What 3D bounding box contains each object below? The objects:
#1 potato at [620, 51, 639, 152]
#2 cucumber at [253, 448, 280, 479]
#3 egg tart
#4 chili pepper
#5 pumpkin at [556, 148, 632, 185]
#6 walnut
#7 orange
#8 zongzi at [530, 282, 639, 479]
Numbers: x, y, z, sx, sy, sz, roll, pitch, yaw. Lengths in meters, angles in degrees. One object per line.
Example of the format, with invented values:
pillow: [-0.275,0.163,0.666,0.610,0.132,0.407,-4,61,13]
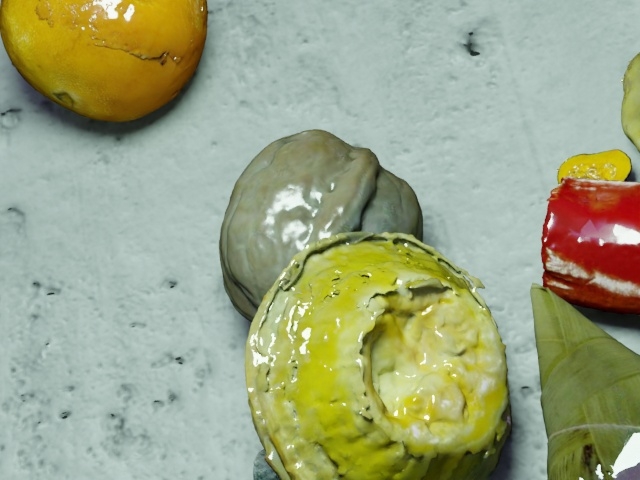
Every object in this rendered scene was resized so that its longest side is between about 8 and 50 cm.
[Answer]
potato: [0.361,-0.143,2.049,0.091,0.070,0.138,0,61,10]
cucumber: [-0.012,0.228,1.938,0.112,0.064,0.064,-15,56,9]
egg tart: [0.076,0.131,1.838,0.120,0.315,0.315,-21,42,56]
chili pepper: [0.390,0.012,1.911,0.338,0.131,0.134,3,19,17]
pumpkin: [0.291,-0.068,2.048,0.083,0.028,0.050,3,62,27]
walnut: [0.000,0.000,1.994,0.224,0.224,0.224,-7,58,12]
orange: [-0.242,-0.252,2.190,0.240,0.240,0.240,-7,58,12]
zongzi: [0.341,0.150,1.827,0.274,0.145,0.300,-9,60,9]
